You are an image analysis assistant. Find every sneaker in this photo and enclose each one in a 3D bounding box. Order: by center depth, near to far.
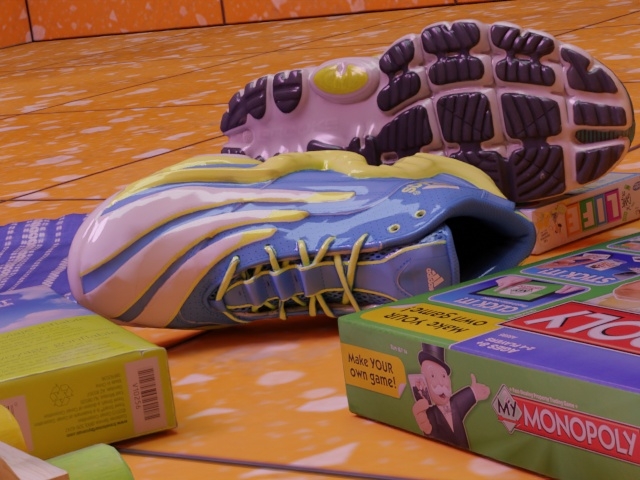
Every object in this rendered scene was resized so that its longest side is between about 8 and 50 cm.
[{"bbox_3d":[0.000,0.000,0.892,0.240,0.091,0.126,-12,12,-23],"label":"sneaker"},{"bbox_3d":[0.068,-0.075,1.070,0.275,0.107,0.110,1,5,38],"label":"sneaker"}]

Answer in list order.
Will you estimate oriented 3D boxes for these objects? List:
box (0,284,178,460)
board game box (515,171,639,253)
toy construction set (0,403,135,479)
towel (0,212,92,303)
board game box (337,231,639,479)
[{"bbox_3d":[-0.146,0.061,0.810,0.109,0.042,0.178,-12,11,-23],"label":"box"},{"bbox_3d":[0.106,-0.020,1.084,0.103,0.026,0.154,-17,14,-39],"label":"board game box"},{"bbox_3d":[-0.139,0.037,0.473,0.151,0.215,0.328,-12,12,-17],"label":"toy construction set"},{"bbox_3d":[-0.181,0.014,1.090,0.336,0.040,0.243,-7,12,3],"label":"towel"},{"bbox_3d":[0.179,0.044,0.659,0.214,0.046,0.317,-13,12,-30],"label":"board game box"}]
